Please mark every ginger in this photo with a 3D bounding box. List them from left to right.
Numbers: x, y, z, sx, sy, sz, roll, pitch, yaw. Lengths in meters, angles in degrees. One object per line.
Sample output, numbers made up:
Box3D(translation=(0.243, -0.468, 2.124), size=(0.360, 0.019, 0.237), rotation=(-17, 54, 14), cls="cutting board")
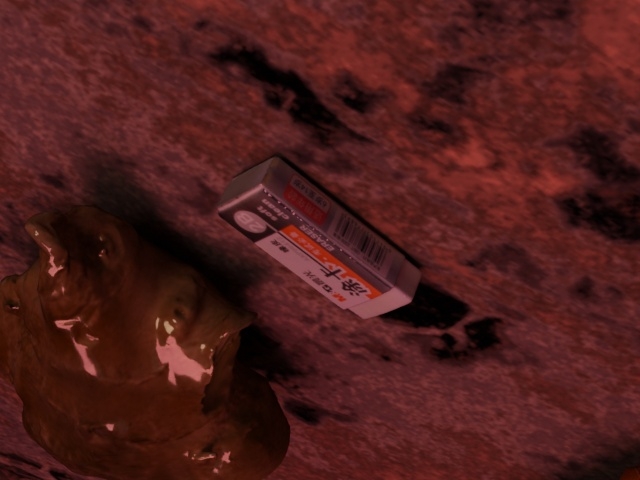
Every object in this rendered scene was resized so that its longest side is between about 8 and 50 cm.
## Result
Box3D(translation=(-0.138, 0.061, 1.007), size=(0.219, 0.123, 0.270), rotation=(3, 133, 23), cls="ginger")

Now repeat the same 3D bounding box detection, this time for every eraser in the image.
Box3D(translation=(0.000, 0.000, 0.911), size=(0.122, 0.029, 0.052), rotation=(38, 145, -22), cls="eraser")

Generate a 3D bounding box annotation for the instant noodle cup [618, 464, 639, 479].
Box3D(translation=(0.193, 0.247, 1.057), size=(0.168, 0.168, 0.185), rotation=(32, 154, -15), cls="instant noodle cup")
